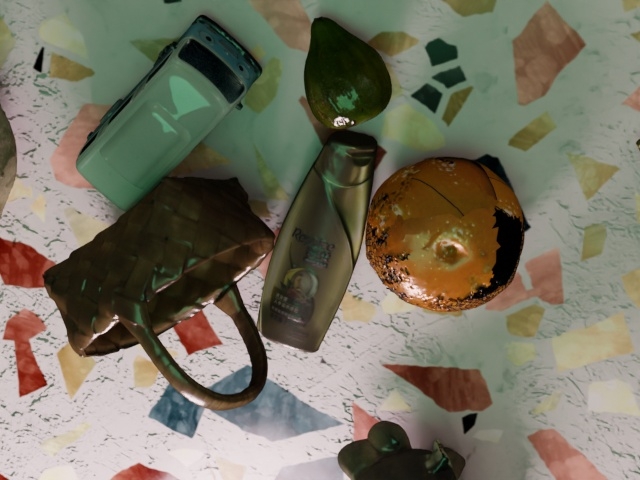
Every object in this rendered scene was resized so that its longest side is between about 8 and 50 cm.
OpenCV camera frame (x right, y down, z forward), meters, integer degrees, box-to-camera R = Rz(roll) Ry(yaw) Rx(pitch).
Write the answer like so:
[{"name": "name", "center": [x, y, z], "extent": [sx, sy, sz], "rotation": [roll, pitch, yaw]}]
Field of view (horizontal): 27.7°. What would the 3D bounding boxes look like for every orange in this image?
[{"name": "orange", "center": [0.179, -0.008, 1.864], "extent": [0.234, 0.182, 0.235], "rotation": [2, 103, 9]}]

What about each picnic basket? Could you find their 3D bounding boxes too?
[{"name": "picnic basket", "center": [-0.192, 0.105, 1.878], "extent": [0.337, 0.293, 0.337], "rotation": [2, 94, 25]}]

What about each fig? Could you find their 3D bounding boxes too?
[{"name": "fig", "center": [0.030, -0.238, 1.802], "extent": [0.123, 0.123, 0.156], "rotation": [-16, 101, 15]}]

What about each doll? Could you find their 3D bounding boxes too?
[{"name": "doll", "center": [0.161, 0.515, 2.026], "extent": [0.252, 0.379, 0.382], "rotation": [-19, 117, -1]}]

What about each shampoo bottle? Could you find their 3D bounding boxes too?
[{"name": "shampoo bottle", "center": [0.000, 0.000, 1.941], "extent": [0.125, 0.084, 0.350], "rotation": [20, 117, 0]}]

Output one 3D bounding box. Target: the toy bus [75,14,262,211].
[{"name": "toy bus", "center": [-0.220, -0.173, 1.839], "extent": [0.133, 0.165, 0.271], "rotation": [42, 115, -12]}]

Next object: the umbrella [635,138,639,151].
[{"name": "umbrella", "center": [0.489, -0.087, 1.850], "extent": [0.037, 0.040, 0.144], "rotation": [-27, 113, 12]}]

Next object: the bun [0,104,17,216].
[{"name": "bun", "center": [-0.608, -0.092, 1.864], "extent": [0.359, 0.211, 0.360], "rotation": [-4, 141, -3]}]
